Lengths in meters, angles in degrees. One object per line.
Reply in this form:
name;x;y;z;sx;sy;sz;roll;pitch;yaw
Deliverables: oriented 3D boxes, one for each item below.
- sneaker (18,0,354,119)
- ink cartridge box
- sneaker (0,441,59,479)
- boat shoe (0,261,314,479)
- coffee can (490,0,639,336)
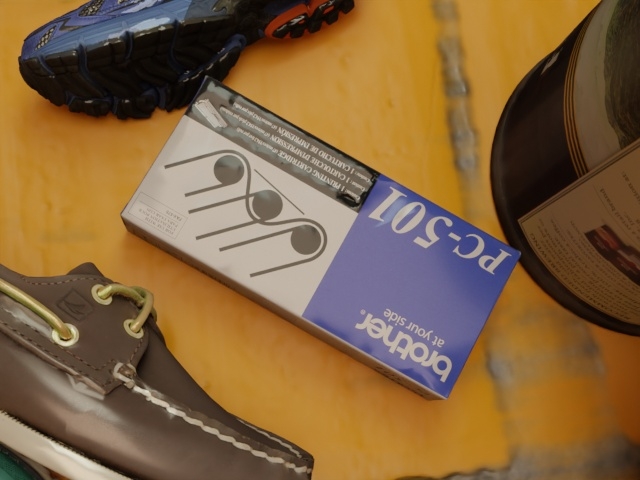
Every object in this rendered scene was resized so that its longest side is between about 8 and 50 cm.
sneaker;-0.075;-0.145;0.540;0.221;0.083;0.087;-27;67;-14
ink cartridge box;0.000;0.000;0.527;0.207;0.046;0.097;30;77;-1
sneaker;-0.139;0.213;0.432;0.107;0.110;0.275;-26;82;-12
boat shoe;-0.143;0.052;0.465;0.324;0.116;0.097;24;79;4
coffee can;0.224;-0.066;0.452;0.201;0.275;0.202;2;78;-8
